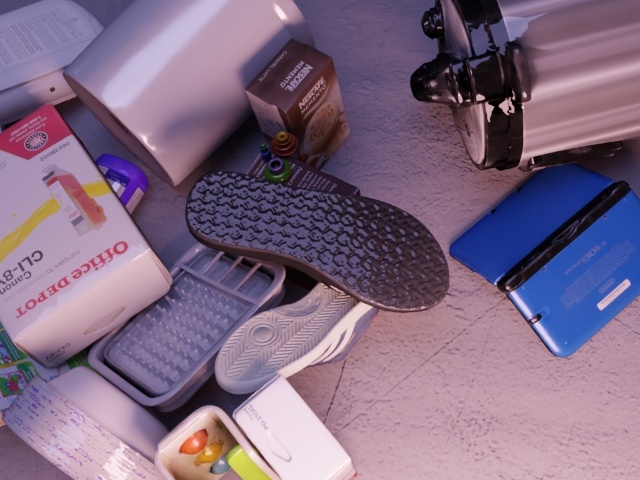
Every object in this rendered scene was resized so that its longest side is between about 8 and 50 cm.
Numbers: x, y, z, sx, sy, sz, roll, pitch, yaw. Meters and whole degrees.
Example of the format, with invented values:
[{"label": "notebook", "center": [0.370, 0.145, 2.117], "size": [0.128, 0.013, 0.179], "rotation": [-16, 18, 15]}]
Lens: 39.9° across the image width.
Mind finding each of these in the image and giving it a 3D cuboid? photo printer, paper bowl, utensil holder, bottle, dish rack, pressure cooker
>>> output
[{"label": "photo printer", "center": [-0.606, -0.399, 1.898], "size": [0.307, 0.107, 0.256], "rotation": [-28, 58, -22]}, {"label": "paper bowl", "center": [-0.360, 0.314, 1.438], "size": [0.284, 0.284, 0.148], "rotation": [31, 73, 22]}, {"label": "utensil holder", "center": [-0.257, -0.346, 1.721], "size": [0.327, 0.327, 0.385], "rotation": [40, 79, 25]}, {"label": "bottle", "center": [-0.453, -0.033, 1.732], "size": [0.118, 0.092, 0.283], "rotation": [20, 70, 22]}, {"label": "dish rack", "center": [-0.225, 0.149, 1.551], "size": [0.333, 0.072, 0.285], "rotation": [-45, 38, -21]}, {"label": "pressure cooker", "center": [0.366, -0.319, 1.562], "size": [0.420, 0.370, 0.376], "rotation": [-14, 59, 0]}]

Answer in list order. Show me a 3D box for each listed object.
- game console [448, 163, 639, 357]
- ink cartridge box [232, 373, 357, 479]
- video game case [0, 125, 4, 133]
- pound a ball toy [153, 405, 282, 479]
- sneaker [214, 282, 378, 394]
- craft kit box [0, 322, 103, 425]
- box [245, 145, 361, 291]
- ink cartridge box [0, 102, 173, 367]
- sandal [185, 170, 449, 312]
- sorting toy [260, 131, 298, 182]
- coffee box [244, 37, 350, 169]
[{"label": "game console", "center": [0.428, 0.023, 1.576], "size": [0.293, 0.173, 0.250], "rotation": [-39, 95, -8]}, {"label": "ink cartridge box", "center": [-0.035, 0.323, 1.387], "size": [0.100, 0.237, 0.172], "rotation": [-39, 72, -9]}, {"label": "video game case", "center": [-0.760, -0.198, 1.894], "size": [0.190, 0.022, 0.173], "rotation": [-25, 62, 9]}, {"label": "pound a ball toy", "center": [-0.192, 0.370, 1.360], "size": [0.208, 0.319, 0.136], "rotation": [-40, 64, -9]}, {"label": "sneaker", "center": [-0.024, 0.174, 1.483], "size": [0.350, 0.148, 0.131], "rotation": [-31, 53, -29]}, {"label": "craft kit box", "center": [-0.558, 0.203, 1.581], "size": [0.246, 0.061, 0.250], "rotation": [-16, 54, -40]}, {"label": "box", "center": [-0.045, -0.033, 1.612], "size": [0.203, 0.168, 0.167], "rotation": [26, 70, 21]}, {"label": "ink cartridge box", "center": [-0.486, -0.013, 1.586], "size": [0.279, 0.160, 0.385], "rotation": [-35, 66, -9]}, {"label": "sandal", "center": [-0.001, -0.003, 1.451], "size": [0.445, 0.107, 0.168], "rotation": [20, 74, 7]}, {"label": "sorting toy", "center": [-0.077, -0.154, 1.558], "size": [0.061, 0.042, 0.102], "rotation": [8, 64, 13]}, {"label": "coffee box", "center": [-0.037, -0.241, 1.667], "size": [0.098, 0.246, 0.141], "rotation": [32, 74, 23]}]
